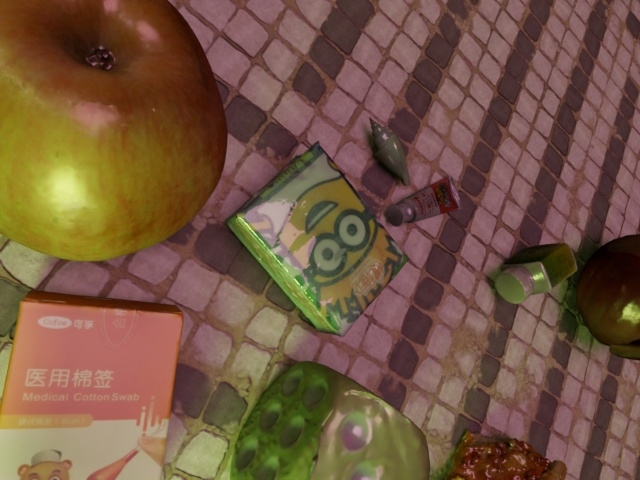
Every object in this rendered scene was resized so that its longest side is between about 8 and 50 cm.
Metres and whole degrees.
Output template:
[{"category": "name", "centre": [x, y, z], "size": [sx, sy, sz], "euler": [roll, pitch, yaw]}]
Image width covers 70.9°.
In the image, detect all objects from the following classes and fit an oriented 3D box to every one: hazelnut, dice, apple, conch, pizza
[{"category": "hazelnut", "centre": [0.917, 0.164, 1.235], "size": [0.408, 0.359, 0.360], "euler": [-15, 91, -20]}, {"category": "dice", "centre": [0.018, 0.380, 0.783], "size": [0.249, 0.254, 0.252], "euler": [42, 66, -21]}, {"category": "apple", "centre": [-0.318, -0.174, 0.620], "size": [0.391, 0.346, 0.392], "euler": [7, 75, -28]}, {"category": "conch", "centre": [0.159, -0.208, 1.038], "size": [0.065, 0.088, 0.180], "euler": [-28, 109, 16]}, {"category": "pizza", "centre": [0.428, 0.537, 1.049], "size": [0.364, 0.074, 0.182], "euler": [10, 50, -18]}]

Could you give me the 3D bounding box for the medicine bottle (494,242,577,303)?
[{"category": "medicine bottle", "centre": [0.545, 0.083, 1.159], "size": [0.188, 0.132, 0.088], "euler": [-26, 96, -27]}]

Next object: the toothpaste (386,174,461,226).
[{"category": "toothpaste", "centre": [0.255, -0.089, 1.078], "size": [0.234, 0.057, 0.090], "euler": [-21, 93, -36]}]

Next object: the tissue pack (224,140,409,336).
[{"category": "tissue pack", "centre": [0.000, 0.000, 0.886], "size": [0.228, 0.128, 0.311], "euler": [-45, 105, -22]}]

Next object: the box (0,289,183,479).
[{"category": "box", "centre": [-0.345, 0.256, 0.671], "size": [0.224, 0.143, 0.342], "euler": [10, 78, -27]}]
